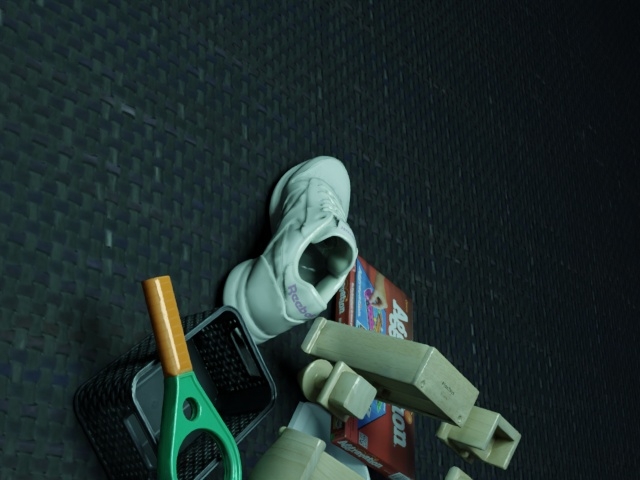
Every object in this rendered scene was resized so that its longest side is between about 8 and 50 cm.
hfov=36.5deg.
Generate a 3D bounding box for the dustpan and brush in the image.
[{"bbox_3d":[0.032,0.306,1.153,0.211,0.060,0.147,54,39,-25],"label":"dustpan and brush"}]

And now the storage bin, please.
[{"bbox_3d":[-0.139,0.156,0.962,0.180,0.084,0.122,-39,108,-54],"label":"storage bin"}]

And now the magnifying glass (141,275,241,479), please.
[{"bbox_3d":[-0.126,0.147,0.892,0.092,0.026,0.231,-9,85,-55],"label":"magnifying glass"}]

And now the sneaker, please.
[{"bbox_3d":[0.000,0.000,1.159,0.114,0.152,0.305,51,39,-25],"label":"sneaker"}]

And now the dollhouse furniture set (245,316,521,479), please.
[{"bbox_3d":[0.014,0.282,1.038,0.303,0.174,0.355,43,68,-38],"label":"dollhouse furniture set"}]

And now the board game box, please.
[{"bbox_3d":[0.071,0.160,1.258,0.145,0.027,0.281,40,38,-36],"label":"board game box"}]
